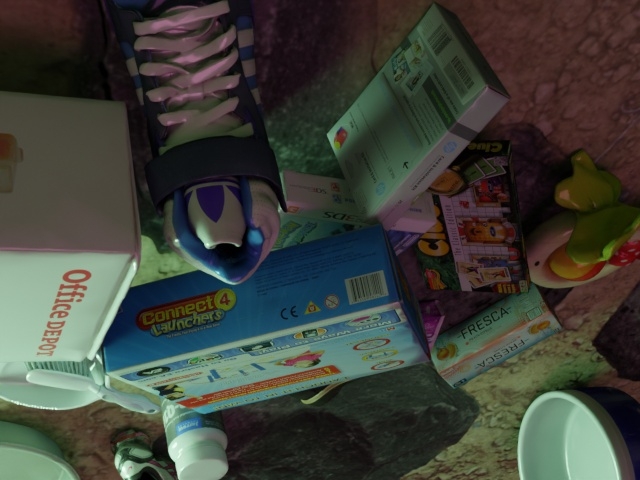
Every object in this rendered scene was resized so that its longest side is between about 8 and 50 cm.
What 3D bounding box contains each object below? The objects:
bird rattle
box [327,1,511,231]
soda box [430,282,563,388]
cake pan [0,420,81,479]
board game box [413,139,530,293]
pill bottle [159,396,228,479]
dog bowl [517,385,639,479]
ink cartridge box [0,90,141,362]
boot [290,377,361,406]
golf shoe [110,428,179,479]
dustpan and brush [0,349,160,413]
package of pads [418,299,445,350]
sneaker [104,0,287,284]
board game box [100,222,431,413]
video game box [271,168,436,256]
[{"bbox_3d":[0.361,-0.007,1.210,0.207,0.143,0.254,-32,151,30],"label":"bird rattle"},{"bbox_3d":[0.091,-0.123,0.930,0.038,0.145,0.186,21,124,-36],"label":"box"},{"bbox_3d":[0.247,0.136,1.326,0.183,0.058,0.063,-31,137,13],"label":"soda box"},{"bbox_3d":[-0.476,0.340,1.262,0.293,0.054,0.293,-11,137,-10],"label":"cake pan"},{"bbox_3d":[0.172,-0.022,1.110,0.136,0.030,0.259,3,143,22],"label":"board game box"},{"bbox_3d":[-0.166,0.247,1.222,0.078,0.137,0.078,-11,137,-11],"label":"pill bottle"},{"bbox_3d":[0.433,0.368,1.487,0.104,0.265,0.264,-3,135,-22],"label":"dog bowl"},{"bbox_3d":[-0.376,-0.003,0.808,0.385,0.160,0.279,3,154,-23],"label":"ink cartridge box"},{"bbox_3d":[-0.012,0.146,1.230,0.137,0.076,0.198,20,124,-29],"label":"boot"},{"bbox_3d":[-0.244,0.349,1.338,0.068,0.086,0.186,-26,139,4],"label":"golf shoe"},{"bbox_3d":[-0.294,0.173,1.152,0.211,0.060,0.147,20,124,-36],"label":"dustpan and brush"},{"bbox_3d":[0.139,0.122,1.288,0.050,0.032,0.083,-6,136,-20],"label":"package of pads"},{"bbox_3d":[-0.097,-0.111,0.801,0.130,0.236,0.322,-13,138,-8],"label":"sneaker"},{"bbox_3d":[-0.045,0.103,1.047,0.308,0.086,0.302,-14,160,7],"label":"board game box"},{"bbox_3d":[0.000,0.000,1.057,0.187,0.048,0.205,9,148,-26],"label":"video game box"}]
